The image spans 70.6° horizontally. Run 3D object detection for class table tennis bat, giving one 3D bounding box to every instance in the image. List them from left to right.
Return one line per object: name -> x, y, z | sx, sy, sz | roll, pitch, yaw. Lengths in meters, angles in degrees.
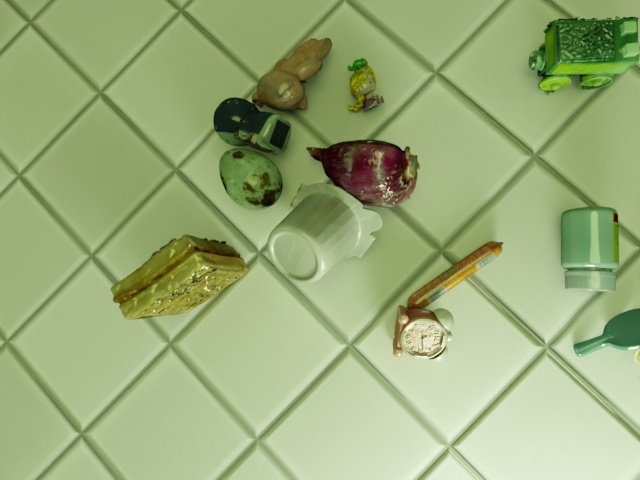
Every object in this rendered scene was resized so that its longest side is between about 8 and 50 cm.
table tennis bat -> 0.811, 0.258, 1.228 | 0.237, 0.149, 0.038 | -32, 104, 22

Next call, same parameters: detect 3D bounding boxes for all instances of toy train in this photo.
toy train -> 0.749, -0.529, 1.290 | 0.272, 0.188, 0.158 | 1, 85, 5

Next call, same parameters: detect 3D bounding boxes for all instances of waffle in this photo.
waffle -> -0.376, 0.106, 1.256 | 0.261, 0.376, 0.114 | -33, 82, 4

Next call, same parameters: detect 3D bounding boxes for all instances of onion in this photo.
onion -> 0.104, -0.182, 1.308 | 0.349, 0.267, 0.159 | 9, 82, 32

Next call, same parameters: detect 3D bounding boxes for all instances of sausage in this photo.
sausage -> 0.392, 0.105, 1.326 | 0.348, 0.053, 0.053 | -35, 81, 2

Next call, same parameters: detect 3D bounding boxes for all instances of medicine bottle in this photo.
medicine bottle -> 0.744, 0.025, 1.250 | 0.139, 0.139, 0.225 | 3, 83, 7

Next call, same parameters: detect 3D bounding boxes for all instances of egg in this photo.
egg -> -0.217, -0.192, 1.376 | 0.169, 0.169, 0.231 | -45, 71, 0

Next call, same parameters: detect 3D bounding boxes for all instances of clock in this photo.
clock -> -0.214, -0.348, 1.385 | 0.243, 0.200, 0.146 | 25, 101, 27
clock -> 0.294, 0.263, 1.295 | 0.162, 0.092, 0.165 | 7, 108, 4

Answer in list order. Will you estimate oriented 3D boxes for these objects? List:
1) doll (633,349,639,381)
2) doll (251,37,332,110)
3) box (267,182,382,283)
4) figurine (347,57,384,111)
doll -> 0.952, 0.330, 1.136 | 0.272, 0.144, 0.208 | 0, 49, 39
doll -> -0.065, -0.512, 1.428 | 0.201, 0.156, 0.303 | 19, 61, 48
box -> 0.000, 0.000, 1.239 | 0.291, 0.206, 0.262 | 3, 122, 34
figurine -> 0.120, -0.479, 1.411 | 0.115, 0.095, 0.156 | -18, 100, 25
